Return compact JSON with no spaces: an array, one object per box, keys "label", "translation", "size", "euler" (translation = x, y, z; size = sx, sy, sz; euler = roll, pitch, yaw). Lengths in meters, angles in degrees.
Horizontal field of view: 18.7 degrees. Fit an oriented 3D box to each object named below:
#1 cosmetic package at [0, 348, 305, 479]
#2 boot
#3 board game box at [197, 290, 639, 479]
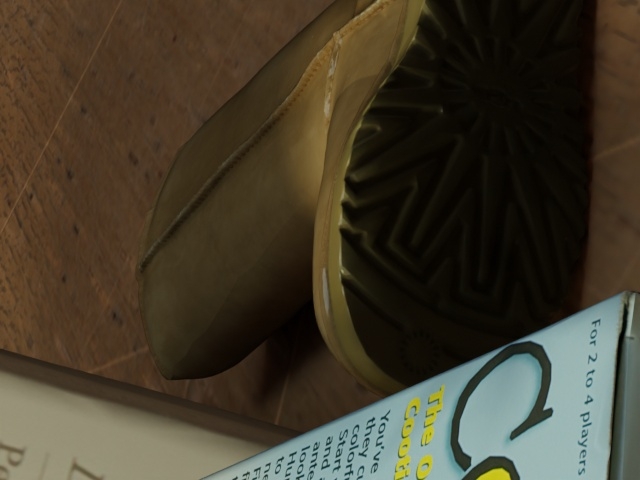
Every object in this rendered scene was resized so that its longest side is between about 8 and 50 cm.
[{"label":"cosmetic package","translation":[-0.236,0.179,0.748],"size":[0.329,0.394,0.327],"euler":[0,72,67]},{"label":"boot","translation":[0.000,0.000,0.763],"size":[0.269,0.089,0.236],"euler":[-40,26,52]},{"label":"board game box","translation":[0.036,0.132,0.458],"size":[0.275,0.142,0.144],"euler":[-30,45,55]}]
